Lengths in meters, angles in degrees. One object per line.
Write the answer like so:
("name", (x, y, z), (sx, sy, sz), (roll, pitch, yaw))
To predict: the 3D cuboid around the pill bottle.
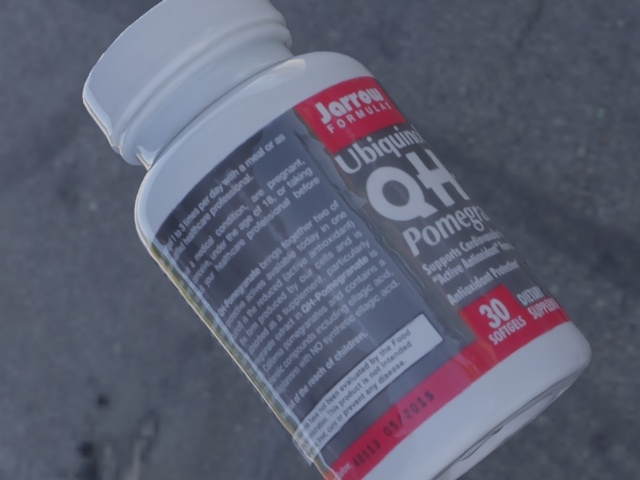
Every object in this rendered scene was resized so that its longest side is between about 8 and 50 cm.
("pill bottle", (0.000, 0.000, 1.123), (0.318, 0.176, 0.176), (52, 135, 12))
